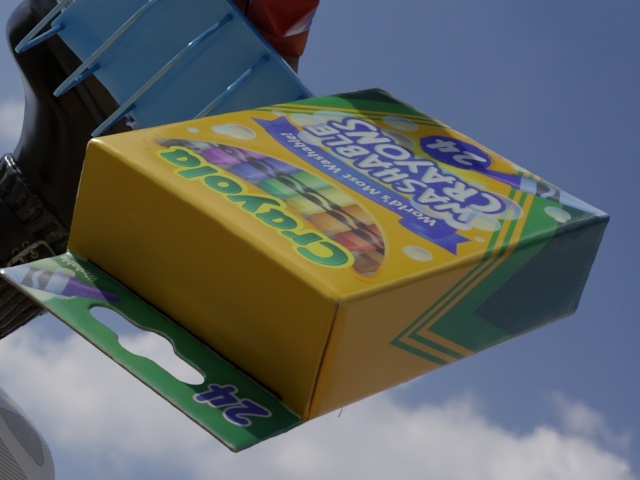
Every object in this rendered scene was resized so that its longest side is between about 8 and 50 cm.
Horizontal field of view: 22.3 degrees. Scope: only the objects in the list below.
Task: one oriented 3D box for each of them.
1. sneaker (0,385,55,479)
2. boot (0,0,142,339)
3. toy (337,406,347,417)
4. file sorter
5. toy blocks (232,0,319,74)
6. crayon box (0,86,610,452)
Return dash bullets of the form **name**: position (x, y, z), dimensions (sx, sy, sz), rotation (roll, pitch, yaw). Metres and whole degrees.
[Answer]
- **sneaker**: position (-0.308, 0.093, 1.121), dimensions (0.257, 0.169, 0.447), rotation (-10, -38, 42)
- **boot**: position (-0.286, -0.056, 1.502), dimensions (0.260, 0.131, 0.348), rotation (-20, -51, -2)
- **toy**: position (0.029, 0.071, 1.440), dimensions (0.056, 0.137, 0.237), rotation (19, 4, 1)
- **file sorter**: position (-0.112, -0.116, 1.149), dimensions (0.118, 0.104, 0.170), rotation (-39, -83, 25)
- **toy blocks**: position (-0.065, -0.188, 1.306), dimensions (0.191, 0.261, 0.381), rotation (10, -21, -8)
- **crayon box**: position (0.000, 0.000, 0.974), dimensions (0.203, 0.323, 0.083), rotation (32, -59, 31)
